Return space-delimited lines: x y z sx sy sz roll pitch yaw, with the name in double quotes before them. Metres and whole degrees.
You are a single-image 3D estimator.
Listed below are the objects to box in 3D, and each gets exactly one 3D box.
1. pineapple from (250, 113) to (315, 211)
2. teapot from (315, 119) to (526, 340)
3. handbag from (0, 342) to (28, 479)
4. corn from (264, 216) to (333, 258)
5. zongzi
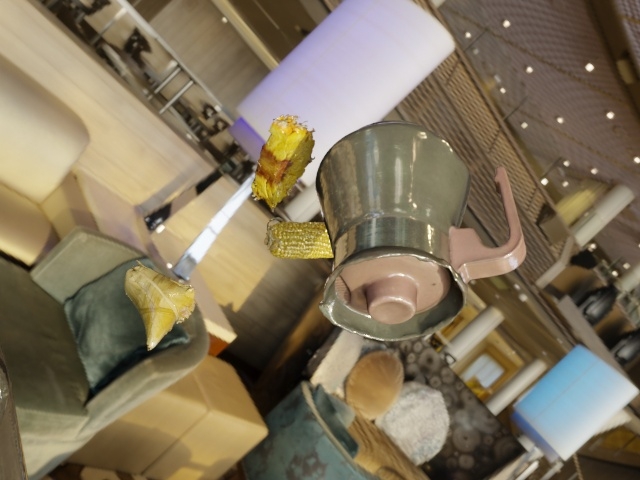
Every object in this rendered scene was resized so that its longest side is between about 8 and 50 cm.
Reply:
"pineapple" -0.069 -0.182 1.258 0.079 0.135 0.233 37 -43 11
"teapot" 0.165 -0.021 1.057 0.305 0.376 0.362 58 28 -44
"handbag" -0.382 0.130 0.443 0.113 0.257 0.285 1 -76 62
"corn" 0.000 0.000 1.493 0.293 0.106 0.106 2 19 -18
"zongzi" -0.435 0.166 1.454 0.194 0.197 0.099 26 -43 11
